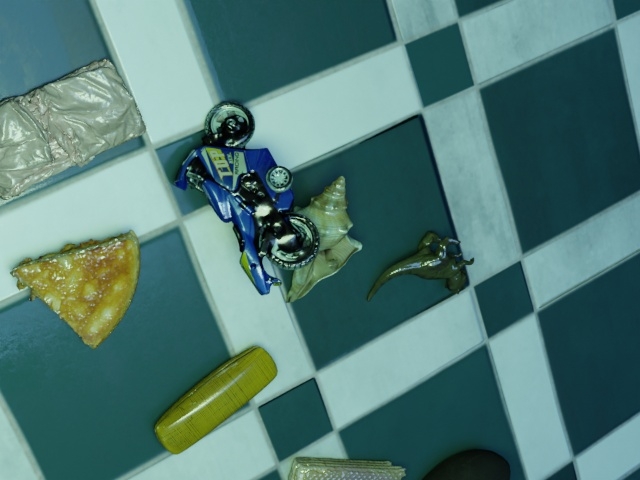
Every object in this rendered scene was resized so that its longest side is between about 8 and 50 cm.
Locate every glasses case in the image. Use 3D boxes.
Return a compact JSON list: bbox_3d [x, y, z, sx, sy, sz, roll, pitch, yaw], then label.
[{"bbox_3d":[-0.177,0.268,1.508,0.234,0.064,0.079,-37,115,-17],"label":"glasses case"}]

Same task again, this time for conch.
[{"bbox_3d":[0.003,-0.012,1.536,0.137,0.114,0.233,-8,138,-16],"label":"conch"}]

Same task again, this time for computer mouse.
[{"bbox_3d":[0.257,0.503,1.736,0.270,0.138,0.086,-43,125,-15],"label":"computer mouse"}]

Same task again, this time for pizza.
[{"bbox_3d":[-0.377,0.053,1.369,0.193,0.053,0.201,25,98,-30],"label":"pizza"}]

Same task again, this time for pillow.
[{"bbox_3d":[-0.391,-0.169,1.326,0.248,0.049,0.135,-30,107,-23],"label":"pillow"}]

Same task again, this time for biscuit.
[{"bbox_3d":[0.045,0.468,1.664,0.239,0.062,0.108,10,96,-28],"label":"biscuit"}]

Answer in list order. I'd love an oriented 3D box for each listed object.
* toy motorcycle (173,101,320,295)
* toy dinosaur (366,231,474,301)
[{"bbox_3d":[-0.127,-0.068,1.421,0.169,0.113,0.315,-28,80,-8],"label":"toy motorcycle"},{"bbox_3d":[0.206,0.079,1.661,0.187,0.087,0.178,33,82,-27],"label":"toy dinosaur"}]
